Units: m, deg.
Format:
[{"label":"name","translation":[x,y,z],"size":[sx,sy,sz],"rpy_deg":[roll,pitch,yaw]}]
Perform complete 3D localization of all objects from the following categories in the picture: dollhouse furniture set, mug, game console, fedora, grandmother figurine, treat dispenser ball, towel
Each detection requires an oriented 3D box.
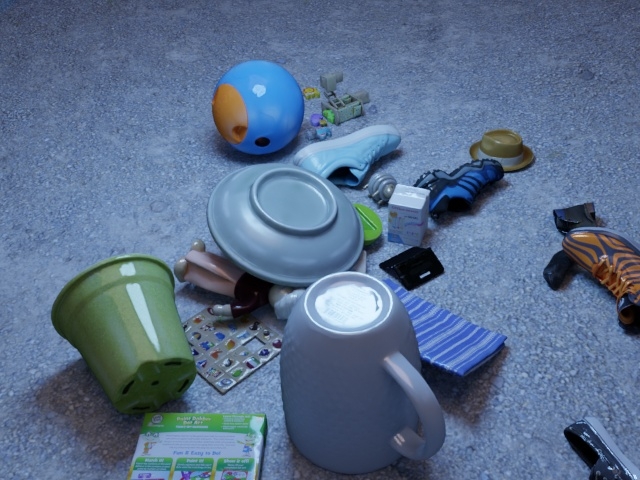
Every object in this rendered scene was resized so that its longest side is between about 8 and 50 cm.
[{"label":"dollhouse furniture set","translation":[0.103,-0.497,2.428],"size":[0.182,0.161,0.101],"rpy_deg":[-25,44,-24]},{"label":"mug","translation":[0.087,0.256,1.353],"size":[0.276,0.328,0.374],"rpy_deg":[-28,45,-27]},{"label":"game console","translation":[0.230,0.068,1.833],"size":[0.122,0.071,0.107],"rpy_deg":[-26,74,-24]},{"label":"fedora","translation":[0.549,-0.286,2.197],"size":[0.194,0.079,0.194],"rpy_deg":[-3,38,2]},{"label":"grandmother figurine","translation":[-0.185,0.105,1.738],"size":[0.342,0.104,0.208],"rpy_deg":[17,58,22]},{"label":"treat dispenser ball","translation":[-0.192,-0.410,2.241],"size":[0.288,0.288,0.288],"rpy_deg":[-2,39,2]},{"label":"towel","translation":[0.218,0.183,1.601],"size":[0.336,0.040,0.243],"rpy_deg":[24,24,30]}]

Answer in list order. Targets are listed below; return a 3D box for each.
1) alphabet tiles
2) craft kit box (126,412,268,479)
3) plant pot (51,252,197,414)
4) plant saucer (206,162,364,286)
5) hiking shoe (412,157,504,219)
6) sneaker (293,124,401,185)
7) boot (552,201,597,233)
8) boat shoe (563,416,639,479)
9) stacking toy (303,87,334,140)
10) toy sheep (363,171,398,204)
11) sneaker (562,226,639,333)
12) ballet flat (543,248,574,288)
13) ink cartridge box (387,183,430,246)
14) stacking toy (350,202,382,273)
[{"label":"alphabet tiles","translation":[-0.220,0.232,1.664],"size":[0.198,0.009,0.237],"rpy_deg":[-33,47,-31]},{"label":"craft kit box","translation":[-0.235,0.439,1.370],"size":[0.249,0.061,0.247],"rpy_deg":[0,41,4]},{"label":"plant pot","translation":[-0.391,0.213,1.526],"size":[0.276,0.276,0.254],"rpy_deg":[-21,53,-21]},{"label":"plant saucer","translation":[-0.072,-0.071,1.767],"size":[0.400,0.100,0.400],"rpy_deg":[11,46,-12]},{"label":"hiking shoe","translation":[0.400,-0.138,2.030],"size":[0.304,0.113,0.132],"rpy_deg":[-16,70,-25]},{"label":"sneaker","translation":[0.104,-0.228,2.147],"size":[0.366,0.135,0.150],"rpy_deg":[-21,67,-24]},{"label":"boot","translation":[0.660,-0.025,1.878],"size":[0.106,0.082,0.219],"rpy_deg":[-3,28,18]},{"label":"boat shoe","translation":[0.521,0.418,1.323],"size":[0.076,0.080,0.228],"rpy_deg":[-16,39,-6]},{"label":"stacking toy","translation":[-0.003,-0.355,2.254],"size":[0.052,0.167,0.221],"rpy_deg":[-13,40,-12]},{"label":"toy sheep","translation":[0.174,-0.152,2.057],"size":[0.091,0.091,0.132],"rpy_deg":[-18,36,-17]},{"label":"sneaker","translation":[0.688,0.092,1.662],"size":[0.321,0.125,0.180],"rpy_deg":[28,48,24]},{"label":"ballet flat","translation":[0.600,0.062,1.800],"size":[0.057,0.049,0.173],"rpy_deg":[-4,23,47]},{"label":"ink cartridge box","translation":[0.231,-0.073,1.902],"size":[0.092,0.143,0.090],"rpy_deg":[11,41,17]},{"label":"stacking toy","translation":[0.000,0.000,1.896],"size":[0.279,0.130,0.309],"rpy_deg":[23,46,-2]}]
